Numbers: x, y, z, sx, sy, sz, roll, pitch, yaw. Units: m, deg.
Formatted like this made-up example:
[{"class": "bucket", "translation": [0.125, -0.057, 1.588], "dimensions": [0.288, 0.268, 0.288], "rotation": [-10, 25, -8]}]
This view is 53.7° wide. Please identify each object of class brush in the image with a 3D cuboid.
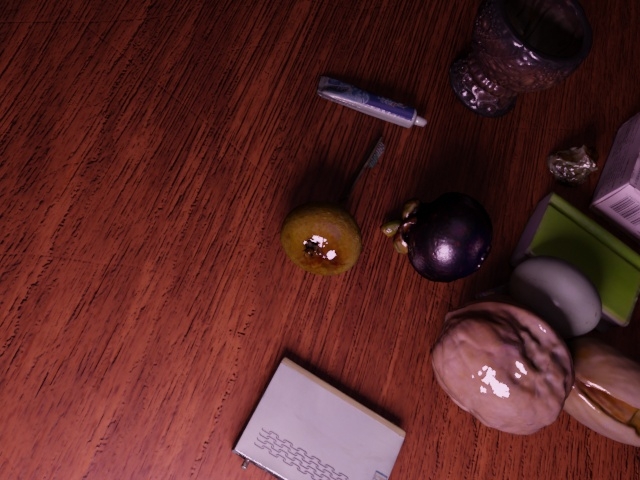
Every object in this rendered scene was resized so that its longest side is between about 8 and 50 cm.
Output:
[{"class": "brush", "translation": [0.096, -0.152, 1.379], "dimensions": [0.027, 0.034, 0.190], "rotation": [42, 58, -17]}]

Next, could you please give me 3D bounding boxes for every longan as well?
[{"class": "longan", "translation": [0.000, 0.000, 1.203], "dimensions": [0.154, 0.176, 0.145], "rotation": [-7, 110, 13]}]

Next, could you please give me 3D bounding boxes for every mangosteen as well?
[{"class": "mangosteen", "translation": [0.235, -0.016, 1.294], "dimensions": [0.230, 0.194, 0.194], "rotation": [22, 59, 20]}]

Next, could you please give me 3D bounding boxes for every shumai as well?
[{"class": "shumai", "translation": [0.631, -0.193, 1.554], "dimensions": [0.123, 0.087, 0.099], "rotation": [-9, 73, -22]}]

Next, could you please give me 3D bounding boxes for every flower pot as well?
[{"class": "flower pot", "translation": [0.451, -0.442, 1.497], "dimensions": [0.266, 0.267, 0.267], "rotation": [8, 66, -18]}]

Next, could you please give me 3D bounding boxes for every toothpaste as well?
[{"class": "toothpaste", "translation": [0.119, -0.313, 1.451], "dimensions": [0.268, 0.047, 0.069], "rotation": [17, 76, -8]}]

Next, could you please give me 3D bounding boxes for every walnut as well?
[{"class": "walnut", "translation": [0.342, 0.226, 1.190], "dimensions": [0.273, 0.227, 0.273], "rotation": [6, 63, -12]}]

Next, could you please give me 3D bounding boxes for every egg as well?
[{"class": "egg", "translation": [0.479, 0.114, 1.292], "dimensions": [0.192, 0.149, 0.149], "rotation": [41, 59, 18]}]

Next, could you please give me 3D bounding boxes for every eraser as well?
[{"class": "eraser", "translation": [0.588, 0.047, 1.435], "dimensions": [0.274, 0.092, 0.210], "rotation": [35, 61, -1]}]

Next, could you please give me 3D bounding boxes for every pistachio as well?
[{"class": "pistachio", "translation": [0.585, 0.301, 1.281], "dimensions": [0.287, 0.166, 0.197], "rotation": [30, 21, 2]}]

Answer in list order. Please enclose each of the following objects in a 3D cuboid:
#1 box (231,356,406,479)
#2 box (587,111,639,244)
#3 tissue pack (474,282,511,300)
[{"class": "box", "translation": [0.000, 0.357, 1.113], "dimensions": [0.270, 0.045, 0.211], "rotation": [31, 61, -5]}, {"class": "box", "translation": [0.824, -0.172, 1.583], "dimensions": [0.173, 0.145, 0.333], "rotation": [36, 60, -4]}, {"class": "tissue pack", "translation": [0.382, 0.130, 1.354], "dimensions": [0.083, 0.035, 0.063], "rotation": [-18, 75, -25]}]
